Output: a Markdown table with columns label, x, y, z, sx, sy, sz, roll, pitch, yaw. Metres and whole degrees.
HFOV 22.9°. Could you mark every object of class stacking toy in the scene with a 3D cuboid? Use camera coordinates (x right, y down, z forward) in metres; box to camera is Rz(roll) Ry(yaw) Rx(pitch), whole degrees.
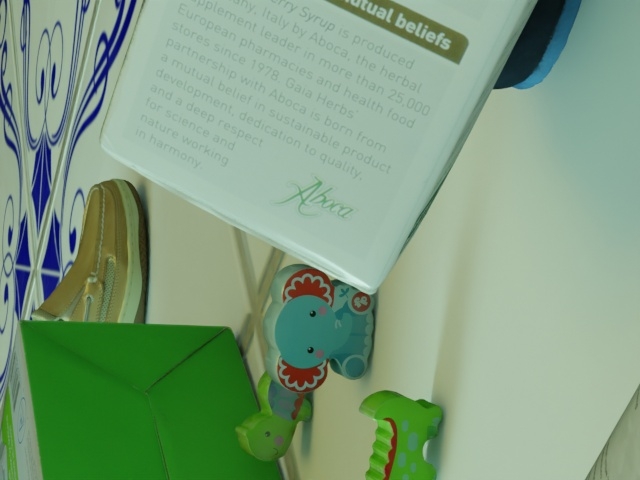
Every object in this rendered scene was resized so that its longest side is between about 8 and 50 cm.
| label | x | y | z | sx | sy | sz | roll | pitch | yaw |
| --- | --- | --- | --- | --- | --- | --- | --- | --- | --- |
| stacking toy | 0.000 | 0.000 | 0.662 | 0.167 | 0.052 | 0.221 | -170 | 83 | -71 |

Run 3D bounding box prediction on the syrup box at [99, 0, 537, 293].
| label | x | y | z | sx | sy | sz | roll | pitch | yaw |
| --- | --- | --- | --- | --- | --- | --- | --- | --- | --- |
| syrup box | 0.030 | -0.113 | 0.416 | 0.237 | 0.096 | 0.093 | -64 | -4 | 35 |

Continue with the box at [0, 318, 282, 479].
| label | x | y | z | sx | sy | sz | roll | pitch | yaw |
| --- | --- | --- | --- | --- | --- | --- | --- | --- | --- |
| box | -0.101 | 0.209 | 0.796 | 0.262 | 0.126 | 0.231 | -114 | 33 | -52 |

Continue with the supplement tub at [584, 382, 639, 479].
| label | x | y | z | sx | sy | sz | roll | pitch | yaw |
| --- | --- | --- | --- | --- | --- | --- | --- | --- | --- |
| supplement tub | 0.092 | 0.069 | 0.360 | 0.071 | 0.071 | 0.107 | -107 | 28 | -45 |

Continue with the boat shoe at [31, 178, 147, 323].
| label | x | y | z | sx | sy | sz | roll | pitch | yaw |
| --- | --- | --- | --- | --- | --- | --- | --- | --- | --- |
| boat shoe | -0.158 | 0.049 | 1.067 | 0.068 | 0.072 | 0.190 | 144 | 127 | -66 |

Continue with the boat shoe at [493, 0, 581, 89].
| label | x | y | z | sx | sy | sz | roll | pitch | yaw |
| --- | --- | --- | --- | --- | --- | --- | --- | --- | --- |
| boat shoe | 0.036 | -0.178 | 0.530 | 0.109 | 0.089 | 0.258 | 161 | 108 | -67 |
